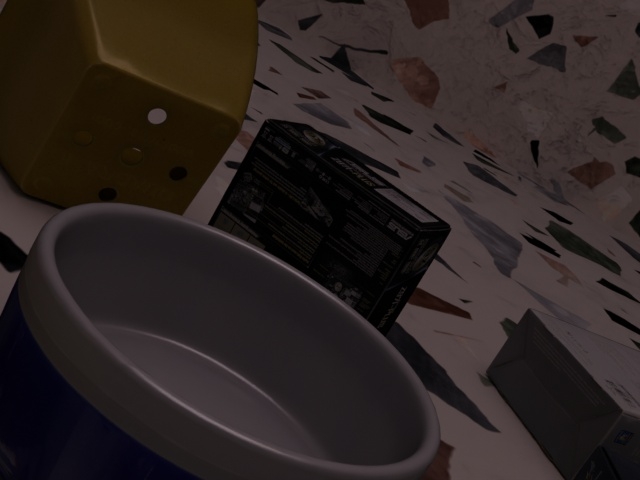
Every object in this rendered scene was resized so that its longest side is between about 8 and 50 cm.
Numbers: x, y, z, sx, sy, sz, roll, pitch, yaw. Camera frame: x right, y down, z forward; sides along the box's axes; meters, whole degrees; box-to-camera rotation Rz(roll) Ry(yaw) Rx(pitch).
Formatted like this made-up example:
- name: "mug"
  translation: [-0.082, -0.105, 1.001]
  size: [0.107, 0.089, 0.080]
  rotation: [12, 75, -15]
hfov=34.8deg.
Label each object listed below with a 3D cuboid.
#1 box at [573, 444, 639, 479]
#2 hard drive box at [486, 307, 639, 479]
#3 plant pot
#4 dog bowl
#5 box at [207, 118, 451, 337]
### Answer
- name: "box"
  translation: [0.329, 0.278, 0.829]
  size: [0.232, 0.059, 0.183]
  rotation: [28, 16, -9]
- name: "hard drive box"
  translation: [0.312, 0.179, 1.033]
  size: [0.232, 0.089, 0.181]
  rotation: [21, 19, -27]
- name: "plant pot"
  translation: [-0.178, -0.130, 0.917]
  size: [0.212, 0.212, 0.187]
  rotation: [20, 32, -32]
- name: "dog bowl"
  translation: [-0.066, 0.091, 0.618]
  size: [0.264, 0.104, 0.265]
  rotation: [28, 16, -9]
- name: "box"
  translation: [0.000, 0.000, 0.917]
  size: [0.180, 0.147, 0.077]
  rotation: [36, 17, 21]
